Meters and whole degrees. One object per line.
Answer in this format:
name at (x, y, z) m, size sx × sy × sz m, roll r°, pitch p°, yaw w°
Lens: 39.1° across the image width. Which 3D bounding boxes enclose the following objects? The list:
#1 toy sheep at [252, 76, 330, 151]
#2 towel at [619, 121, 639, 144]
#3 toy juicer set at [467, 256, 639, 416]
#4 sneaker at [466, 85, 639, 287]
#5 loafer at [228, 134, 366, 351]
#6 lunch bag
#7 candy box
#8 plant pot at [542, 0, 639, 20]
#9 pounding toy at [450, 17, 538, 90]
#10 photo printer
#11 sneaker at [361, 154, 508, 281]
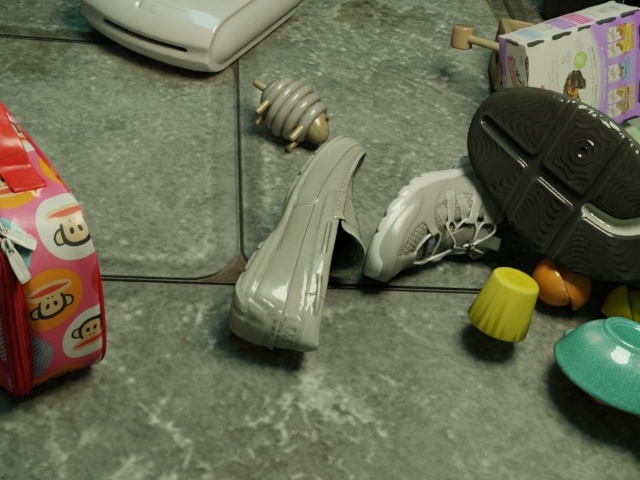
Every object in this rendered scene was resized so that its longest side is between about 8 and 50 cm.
toy sheep at (-0.042, -0.178, 1.228) m, size 0.132 × 0.091 × 0.091 m, roll 40°, pitch 47°, yaw 5°
towel at (0.445, -0.118, 1.303) m, size 0.113 × 0.023 × 0.152 m, roll -27°, pitch 58°, yaw -27°
toy juicer set at (0.337, 0.128, 0.978) m, size 0.329 × 0.090 × 0.209 m, roll 33°, pitch 29°, yaw 29°
sneaker at (0.393, -0.033, 1.092) m, size 0.447 × 0.169 × 0.257 m, roll 36°, pitch 21°, yaw 17°
loafer at (0.000, 0.000, 1.029) m, size 0.111 × 0.112 × 0.320 m, roll 21°, pitch 50°, yaw 5°
lunch bag at (-0.315, -0.023, 0.870) m, size 0.120 × 0.258 × 0.293 m, roll -23°, pitch 51°, yaw -32°
candy box at (0.356, -0.231, 1.277) m, size 0.196 × 0.165 × 0.070 m, roll -20°, pitch 31°, yaw -16°
plant pot at (0.498, -0.449, 1.579) m, size 0.167 × 0.188 × 0.187 m, roll 26°, pitch 43°, yaw 36°
pounding toy at (0.294, -0.269, 1.373) m, size 0.205 × 0.094 × 0.181 m, roll 10°, pitch 29°, yaw 0°
photo printer at (-0.198, -0.379, 1.400) m, size 0.256 × 0.107 × 0.307 m, roll 24°, pitch 44°, yaw 15°
sneaker at (0.165, -0.024, 1.085) m, size 0.281 × 0.105 × 0.115 m, roll -33°, pitch 63°, yaw -34°
